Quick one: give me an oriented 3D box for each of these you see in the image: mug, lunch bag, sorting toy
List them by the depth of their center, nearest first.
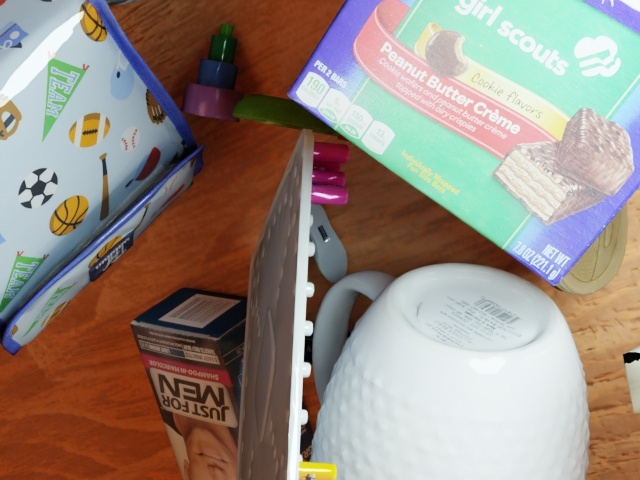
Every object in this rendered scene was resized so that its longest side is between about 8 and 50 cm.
[{"bbox_3d":[0.103,0.180,1.398,0.374,0.276,0.328,42,136,46],"label":"mug"},{"bbox_3d":[-0.002,-0.169,1.404,0.365,0.127,0.126,15,96,43],"label":"sorting toy"},{"bbox_3d":[-0.314,-0.076,1.490,0.239,0.328,0.385,36,165,33],"label":"lunch bag"}]

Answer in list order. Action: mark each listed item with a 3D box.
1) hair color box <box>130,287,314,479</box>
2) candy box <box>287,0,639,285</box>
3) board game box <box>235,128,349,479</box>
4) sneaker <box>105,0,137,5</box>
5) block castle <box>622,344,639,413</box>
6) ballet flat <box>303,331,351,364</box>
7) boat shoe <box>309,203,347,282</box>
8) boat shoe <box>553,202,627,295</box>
[{"bbox_3d":[-0.107,0.242,1.767,0.174,0.105,0.347,6,121,44],"label":"hair color box"},{"bbox_3d":[0.174,-0.170,1.053,0.268,0.122,0.317,35,116,1],"label":"candy box"},{"bbox_3d":[-0.035,0.140,1.400,0.390,0.050,0.390,116,158,-67],"label":"board game box"},{"bbox_3d":[-0.190,-0.315,1.457,0.105,0.115,0.281,55,141,1],"label":"sneaker"},{"bbox_3d":[0.480,0.138,1.014,0.453,0.213,0.303,-24,86,44],"label":"block castle"},{"bbox_3d":[0.008,0.136,1.617,0.173,0.049,0.057,6,121,44],"label":"ballet flat"},{"bbox_3d":[0.000,0.000,1.550,0.100,0.035,0.035,65,168,-17],"label":"boat shoe"},{"bbox_3d":[0.164,-0.108,1.246,0.123,0.123,0.342,-18,101,61],"label":"boat shoe"}]
